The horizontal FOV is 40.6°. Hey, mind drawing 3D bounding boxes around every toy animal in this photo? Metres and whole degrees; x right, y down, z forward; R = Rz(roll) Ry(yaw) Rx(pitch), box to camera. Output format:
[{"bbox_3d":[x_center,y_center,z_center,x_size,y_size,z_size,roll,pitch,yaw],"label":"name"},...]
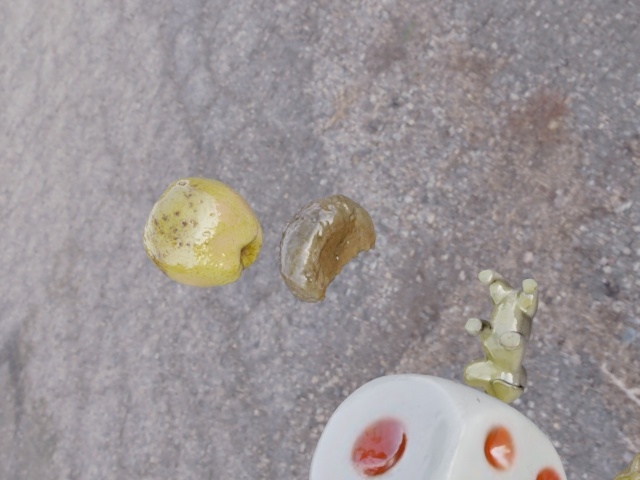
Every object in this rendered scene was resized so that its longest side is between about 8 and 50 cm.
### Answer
[{"bbox_3d":[0.325,0.169,1.539,0.121,0.168,0.233,7,70,31],"label":"toy animal"}]

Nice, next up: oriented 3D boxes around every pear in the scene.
[{"bbox_3d":[-0.174,-0.009,1.303,0.178,0.178,0.178,-33,45,41],"label":"pear"}]

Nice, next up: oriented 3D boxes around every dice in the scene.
[{"bbox_3d":[0.183,0.393,1.349,0.304,0.304,0.277,-12,43,49],"label":"dice"}]

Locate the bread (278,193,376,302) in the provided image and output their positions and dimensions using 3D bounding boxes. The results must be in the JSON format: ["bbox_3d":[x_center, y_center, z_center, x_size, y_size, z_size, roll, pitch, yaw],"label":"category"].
[{"bbox_3d":[0.000,0.000,0.845,0.113,0.082,0.060,-40,35,-28],"label":"bread"}]

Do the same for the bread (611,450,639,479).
[{"bbox_3d":[0.533,0.296,1.263,0.367,0.084,0.077,-50,63,8],"label":"bread"}]
